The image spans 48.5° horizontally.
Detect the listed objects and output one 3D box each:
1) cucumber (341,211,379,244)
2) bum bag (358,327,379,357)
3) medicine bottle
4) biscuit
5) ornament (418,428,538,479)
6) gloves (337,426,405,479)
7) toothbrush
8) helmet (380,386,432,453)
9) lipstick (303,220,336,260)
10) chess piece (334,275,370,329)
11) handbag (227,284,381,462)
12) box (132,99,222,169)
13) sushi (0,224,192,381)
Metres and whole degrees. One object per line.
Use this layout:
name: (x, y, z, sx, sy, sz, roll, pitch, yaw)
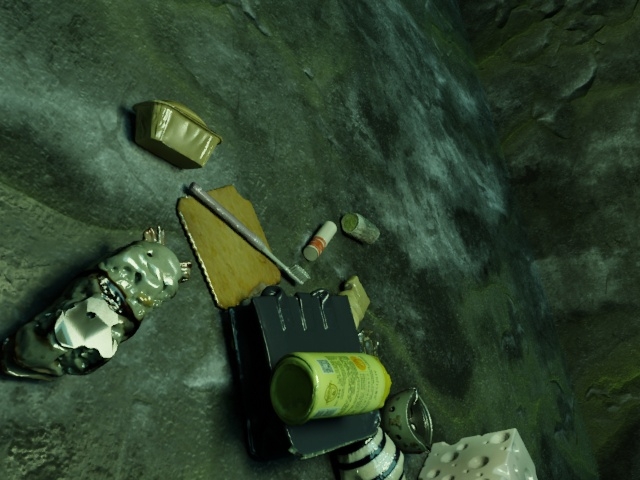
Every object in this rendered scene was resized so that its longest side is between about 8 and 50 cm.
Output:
cucumber: (0.104, -0.030, 1.846, 0.112, 0.064, 0.064, 30, 48, -48)
bum bag: (0.091, 0.318, 1.584, 0.102, 0.069, 0.248, -6, 93, -59)
medicine bottle: (0.024, 0.261, 1.283, 0.238, 0.124, 0.124, 10, 64, -50)
biscuit: (-0.179, 0.006, 1.442, 0.232, 0.013, 0.237, -25, 94, -58)
ornament: (0.391, 0.637, 1.712, 0.239, 0.239, 0.240, 63, 32, -10)
gloves: (0.126, 0.509, 1.501, 0.219, 0.131, 0.140, 58, 35, -4)
toothbrush: (-0.139, -0.010, 1.471, 0.354, 0.029, 0.024, 43, 26, -34)
helmet: (0.196, 0.432, 1.674, 0.177, 0.107, 0.153, 41, 34, -66)
lipstick: (0.000, 0.000, 1.688, 0.038, 0.038, 0.131, 59, 33, -16)
chess piece: (0.066, 0.157, 1.670, 0.090, 0.090, 0.200, 62, 26, -10)
handbag: (-0.034, 0.254, 1.412, 0.303, 0.121, 0.330, 4, 69, -52)
box: (-0.272, -0.206, 1.346, 0.177, 0.111, 0.111, 28, 50, -46)
sushi: (-0.322, 0.099, 1.065, 0.124, 0.129, 0.332, 58, 34, -16)
